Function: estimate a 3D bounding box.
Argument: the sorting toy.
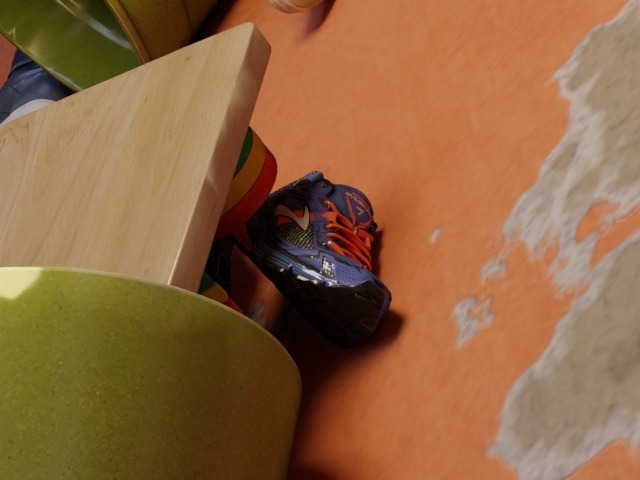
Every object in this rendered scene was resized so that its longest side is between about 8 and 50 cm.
[{"bbox_3d":[-0.145,0.009,1.287,0.255,0.089,0.257,-19,38,31],"label":"sorting toy"}]

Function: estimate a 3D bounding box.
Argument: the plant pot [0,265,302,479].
[{"bbox_3d":[-0.152,0.209,1.099,0.275,0.274,0.294,-32,46,44],"label":"plant pot"}]

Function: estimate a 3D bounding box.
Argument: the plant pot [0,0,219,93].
[{"bbox_3d":[-0.188,-0.379,1.983,0.353,0.366,0.366,-47,18,-18],"label":"plant pot"}]

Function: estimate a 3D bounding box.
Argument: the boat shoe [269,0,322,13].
[{"bbox_3d":[-0.015,-0.244,1.747,0.059,0.063,0.170,-39,15,38],"label":"boat shoe"}]

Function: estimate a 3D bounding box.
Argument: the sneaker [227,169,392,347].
[{"bbox_3d":[0.000,0.000,1.308,0.087,0.083,0.221,-45,25,-1],"label":"sneaker"}]

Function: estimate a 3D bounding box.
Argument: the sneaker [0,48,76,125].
[{"bbox_3d":[-0.347,-0.153,2.235,0.226,0.086,0.163,-23,46,36],"label":"sneaker"}]

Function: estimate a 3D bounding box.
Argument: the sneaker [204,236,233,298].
[{"bbox_3d":[-0.122,0.024,1.409,0.341,0.125,0.140,-109,37,-65],"label":"sneaker"}]
